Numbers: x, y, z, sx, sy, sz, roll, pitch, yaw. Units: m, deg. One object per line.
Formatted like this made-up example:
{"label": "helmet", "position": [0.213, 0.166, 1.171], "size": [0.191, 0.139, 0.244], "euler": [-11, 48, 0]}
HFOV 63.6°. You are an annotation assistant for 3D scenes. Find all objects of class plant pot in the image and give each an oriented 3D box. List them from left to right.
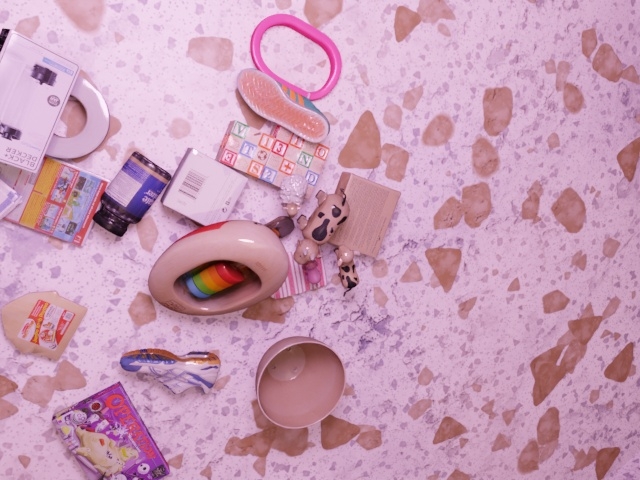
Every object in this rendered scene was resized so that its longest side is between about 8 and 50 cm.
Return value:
{"label": "plant pot", "position": [-0.084, 0.422, 1.652], "size": [0.284, 0.191, 0.283], "euler": [-4, 102, -19]}

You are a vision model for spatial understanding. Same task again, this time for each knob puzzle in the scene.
{"label": "knob puzzle", "position": [-0.783, 0.223, 1.439], "size": [0.213, 0.030, 0.213], "euler": [-4, 103, -20]}

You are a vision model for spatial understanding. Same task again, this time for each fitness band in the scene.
{"label": "fitness band", "position": [-0.072, -0.543, 1.539], "size": [0.291, 0.054, 0.208], "euler": [23, 92, -24]}

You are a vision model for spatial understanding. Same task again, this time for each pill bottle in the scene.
{"label": "pill bottle", "position": [-0.521, -0.124, 1.418], "size": [0.123, 0.123, 0.219], "euler": [36, 87, -23]}

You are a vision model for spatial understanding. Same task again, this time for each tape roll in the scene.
{"label": "tape roll", "position": [-0.668, -0.326, 1.350], "size": [0.219, 0.072, 0.219], "euler": [-4, 101, -20]}

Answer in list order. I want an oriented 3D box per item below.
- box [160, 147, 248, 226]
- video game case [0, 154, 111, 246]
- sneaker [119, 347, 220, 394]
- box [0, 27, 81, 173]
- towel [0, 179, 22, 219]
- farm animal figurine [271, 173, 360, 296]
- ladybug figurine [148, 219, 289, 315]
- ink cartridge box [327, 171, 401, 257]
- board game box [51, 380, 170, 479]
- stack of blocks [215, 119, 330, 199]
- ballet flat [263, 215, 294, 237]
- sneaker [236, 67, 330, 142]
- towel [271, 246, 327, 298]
{"label": "box", "position": [-0.335, -0.145, 1.484], "size": [0.182, 0.119, 0.180], "euler": [28, 90, -24]}
{"label": "video game case", "position": [-0.742, -0.127, 1.387], "size": [0.285, 0.025, 0.204], "euler": [24, 92, -22]}
{"label": "sneaker", "position": [-0.453, 0.404, 1.555], "size": [0.297, 0.112, 0.130], "euler": [11, 97, -21]}
{"label": "box", "position": [-0.709, -0.324, 1.219], "size": [0.169, 0.087, 0.289], "euler": [24, 92, -46]}
{"label": "towel", "position": [-0.931, -0.136, 1.294], "size": [0.209, 0.034, 0.285], "euler": [-44, 103, -4]}
{"label": "farm animal figurine", "position": [0.000, 0.000, 1.522], "size": [0.331, 0.172, 0.326], "euler": [16, 105, -17]}
{"label": "ladybug figurine", "position": [-0.288, 0.072, 1.449], "size": [0.450, 0.161, 0.305], "euler": [-22, 134, 24]}
{"label": "ink cartridge box", "position": [0.127, -0.083, 1.684], "size": [0.193, 0.088, 0.234], "euler": [19, 94, -22]}
{"label": "board game box", "position": [-0.628, 0.622, 1.569], "size": [0.208, 0.056, 0.346], "euler": [-28, 109, -18]}
{"label": "stack of blocks", "position": [-0.142, -0.259, 1.550], "size": [0.297, 0.087, 0.171], "euler": [21, 93, -23]}
{"label": "ballet flat", "position": [-0.197, -0.008, 1.604], "size": [0.250, 0.058, 0.084], "euler": [-30, 127, -7]}
{"label": "sneaker", "position": [-0.105, -0.392, 1.503], "size": [0.302, 0.121, 0.108], "euler": [35, 109, -7]}
{"label": "towel", "position": [-0.078, 0.100, 1.681], "size": [0.197, 0.029, 0.144], "euler": [-13, 105, -20]}
